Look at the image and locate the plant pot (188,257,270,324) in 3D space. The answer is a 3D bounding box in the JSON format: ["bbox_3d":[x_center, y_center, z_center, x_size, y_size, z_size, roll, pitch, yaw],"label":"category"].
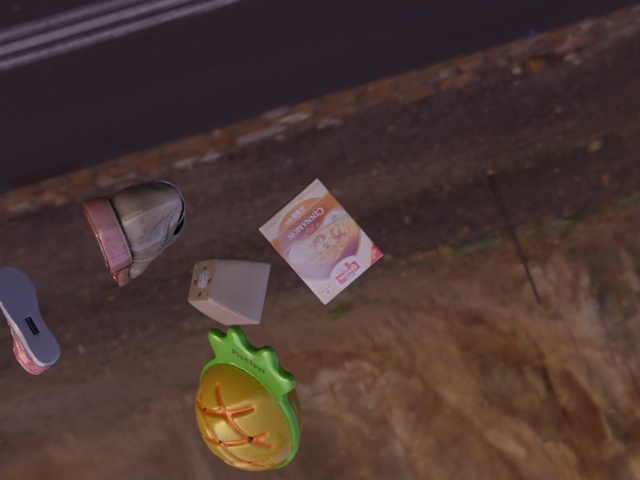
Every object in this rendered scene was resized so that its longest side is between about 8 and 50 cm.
[{"bbox_3d":[-0.162,0.080,2.014,0.096,0.109,0.109,19,164,-34],"label":"plant pot"}]

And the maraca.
[{"bbox_3d":[-0.072,0.161,1.195,0.099,0.127,0.186,-45,152,-40],"label":"maraca"}]

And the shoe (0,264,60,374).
[{"bbox_3d":[-0.483,0.131,1.909,0.063,0.178,0.081,-24,173,-35],"label":"shoe"}]

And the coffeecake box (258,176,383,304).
[{"bbox_3d":[0.000,0.000,2.161,0.142,0.185,0.068,-41,-174,1],"label":"coffeecake box"}]

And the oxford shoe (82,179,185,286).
[{"bbox_3d":[-0.274,-0.017,1.832,0.146,0.141,0.397,-23,-176,-9],"label":"oxford shoe"}]
